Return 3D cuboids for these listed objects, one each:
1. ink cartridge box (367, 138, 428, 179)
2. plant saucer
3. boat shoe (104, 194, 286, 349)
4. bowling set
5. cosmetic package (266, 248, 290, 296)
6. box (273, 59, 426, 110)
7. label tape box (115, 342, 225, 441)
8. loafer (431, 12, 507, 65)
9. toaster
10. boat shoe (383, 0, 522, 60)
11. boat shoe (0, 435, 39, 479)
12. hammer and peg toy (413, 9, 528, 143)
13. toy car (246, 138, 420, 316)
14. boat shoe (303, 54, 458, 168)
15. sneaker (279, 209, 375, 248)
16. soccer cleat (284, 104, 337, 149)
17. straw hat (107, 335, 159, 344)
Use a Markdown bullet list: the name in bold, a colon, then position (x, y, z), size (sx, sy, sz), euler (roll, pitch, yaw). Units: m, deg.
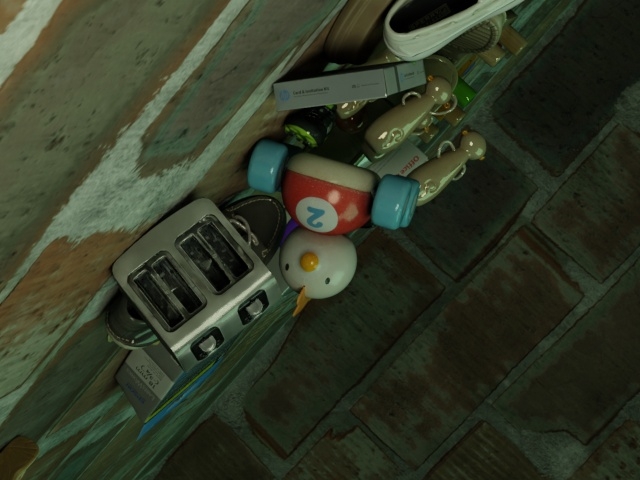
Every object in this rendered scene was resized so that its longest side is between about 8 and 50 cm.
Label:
- **ink cartridge box**: position (0.096, -0.148, 2.056), size (0.109, 0.150, 0.063), euler (-46, 174, -5)
- **plant saucer**: position (0.111, -0.329, 1.545), size (0.278, 0.041, 0.278), euler (-46, 173, -7)
- **boat shoe**: position (-0.162, 0.035, 1.689), size (0.335, 0.112, 0.095), euler (-39, 176, -27)
- **bowling set**: position (0.107, -0.213, 1.815), size (0.154, 0.287, 0.200), euler (-39, -144, -4)
- **cosmetic package**: position (-0.029, -0.001, 2.392), size (0.238, 0.107, 0.127), euler (-45, 174, 10)
- **box**: position (0.042, -0.200, 1.513), size (0.145, 0.038, 0.186), euler (-4, -171, 22)
- **label tape box**: position (-0.244, 0.192, 2.142), size (0.241, 0.106, 0.333), euler (-40, 172, -41)
- **loafer**: position (0.223, -0.350, 1.888), size (0.092, 0.102, 0.268), euler (-68, -168, -7)
- **toaster**: position (-0.164, 0.050, 1.542), size (0.168, 0.185, 0.110), euler (-37, 170, -10)
- **boat shoe**: position (0.188, -0.323, 1.454), size (0.268, 0.096, 0.088), euler (-31, 170, 4)
- **boat shoe**: position (-0.490, 0.363, 1.787), size (0.170, 0.063, 0.059), euler (-39, 164, -54)
- **hammer and peg toy**: position (0.279, -0.346, 2.132), size (0.361, 0.127, 0.266), euler (-49, 173, 25)
- **toy car**: position (0.000, 0.000, 1.676), size (0.210, 0.219, 0.237), euler (-13, 118, -79)
- **boat shoe**: position (0.094, -0.199, 1.968), size (0.302, 0.113, 0.103), euler (-36, 175, 1)
- **sneaker**: position (0.036, -0.060, 2.232), size (0.293, 0.146, 0.102), euler (-50, 173, 25)
- **soccer cleat**: position (-0.009, -0.170, 1.690), size (0.072, 0.060, 0.179), euler (-57, 179, 6)
- **straw hat**: position (-0.261, 0.128, 1.838), size (0.144, 0.061, 0.144), euler (-45, 174, -6)
